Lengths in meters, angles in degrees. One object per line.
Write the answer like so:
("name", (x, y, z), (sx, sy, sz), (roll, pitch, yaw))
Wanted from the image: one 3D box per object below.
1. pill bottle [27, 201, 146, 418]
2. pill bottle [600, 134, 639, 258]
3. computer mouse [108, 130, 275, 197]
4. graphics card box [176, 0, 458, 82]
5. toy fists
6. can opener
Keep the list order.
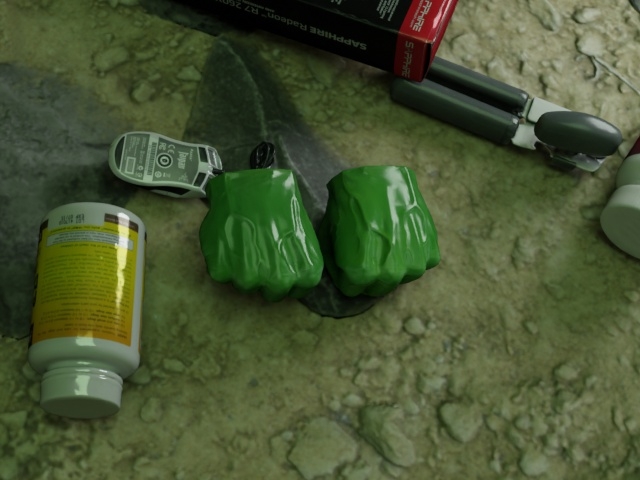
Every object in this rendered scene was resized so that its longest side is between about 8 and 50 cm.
("pill bottle", (-0.249, 0.076, 1.348), (0.117, 0.117, 0.214), (3, 66, -8))
("pill bottle", (0.433, -0.088, 1.525), (0.121, 0.121, 0.221), (34, 65, 6))
("computer mouse", (-0.152, -0.082, 1.476), (0.193, 0.042, 0.106), (11, 70, -10))
("graphics card box", (-0.002, -0.360, 1.567), (0.371, 0.094, 0.232), (19, 65, 8))
("toy fists", (0.000, 0.000, 1.426), (0.279, 0.096, 0.142), (-2, 64, -21))
("can opener", (0.229, -0.168, 1.542), (0.284, 0.095, 0.076), (22, 65, 1))
